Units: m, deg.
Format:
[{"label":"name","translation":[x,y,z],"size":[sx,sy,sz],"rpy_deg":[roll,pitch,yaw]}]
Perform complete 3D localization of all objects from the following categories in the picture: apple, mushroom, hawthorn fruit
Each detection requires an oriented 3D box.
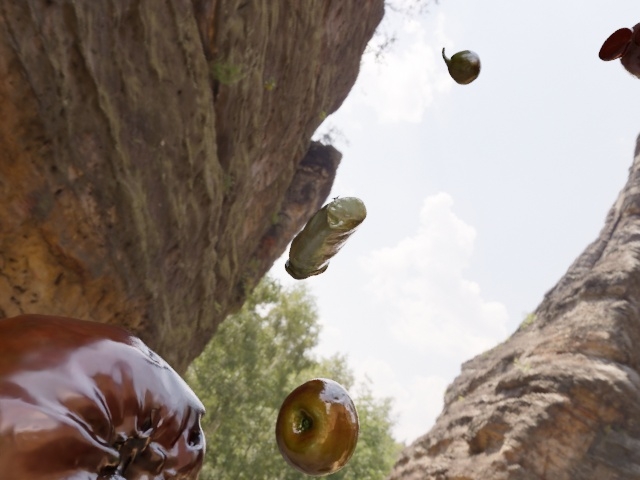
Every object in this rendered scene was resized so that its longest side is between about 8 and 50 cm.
[{"label":"apple","translation":[-0.002,0.230,0.672],"size":[0.099,0.114,0.102],"rpy_deg":[16,-7,23]},{"label":"mushroom","translation":[0.000,0.000,1.035],"size":[0.081,0.100,0.312],"rpy_deg":[60,-23,11]},{"label":"hawthorn fruit","translation":[-0.275,0.219,0.501],"size":[0.325,0.308,0.308],"rpy_deg":[-33,-70,33]}]

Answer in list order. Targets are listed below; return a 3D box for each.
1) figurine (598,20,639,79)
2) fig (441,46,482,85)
[{"label":"figurine","translation":[0.361,-0.208,0.590],"size":[0.071,0.066,0.083],"rpy_deg":[23,6,-25]},{"label":"fig","translation":[0.327,-0.407,1.274],"size":[0.098,0.084,0.082],"rpy_deg":[6,0,-13]}]
